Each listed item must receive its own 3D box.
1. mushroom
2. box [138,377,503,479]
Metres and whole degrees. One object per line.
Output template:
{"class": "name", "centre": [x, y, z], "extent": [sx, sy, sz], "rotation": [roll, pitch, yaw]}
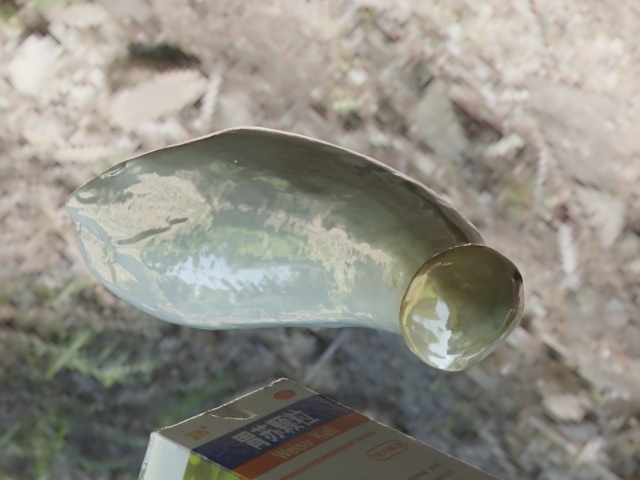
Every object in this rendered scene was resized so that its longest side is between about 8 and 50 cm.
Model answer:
{"class": "mushroom", "centre": [0.000, 0.000, 0.930], "extent": [0.270, 0.118, 0.103], "rotation": [8, 121, 40]}
{"class": "box", "centre": [0.032, 0.227, 1.427], "extent": [0.299, 0.200, 0.106], "rotation": [24, 110, 24]}
